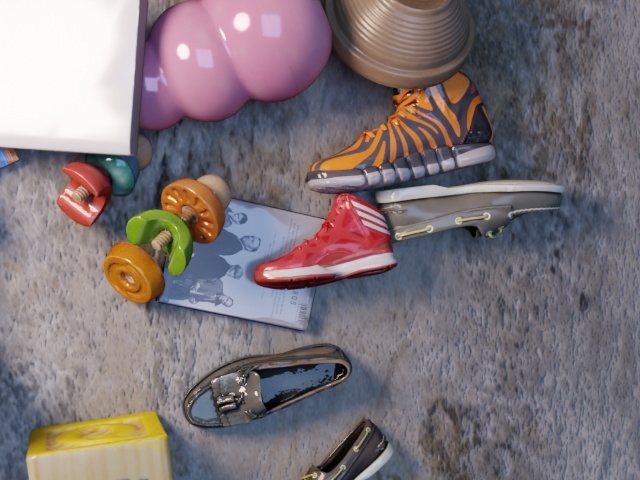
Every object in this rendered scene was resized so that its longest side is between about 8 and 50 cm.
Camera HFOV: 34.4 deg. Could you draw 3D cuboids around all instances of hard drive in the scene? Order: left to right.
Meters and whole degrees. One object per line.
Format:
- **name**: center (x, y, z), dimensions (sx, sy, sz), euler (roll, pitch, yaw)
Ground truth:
- **hard drive**: center (-0.418, -0.242, 1.413), dimensions (0.352, 0.047, 0.233), euler (4, 91, 6)

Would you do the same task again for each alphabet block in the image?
- **alphabet block**: center (-0.308, 0.367, 1.470), dimensions (0.193, 0.192, 0.197), euler (-7, 92, -15)

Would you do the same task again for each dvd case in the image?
- **dvd case**: center (-0.117, 0.030, 1.588), dimensions (0.238, 0.029, 0.179), euler (13, 88, -14)

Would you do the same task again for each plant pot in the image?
- **plant pot**: center (0.126, -0.351, 1.543), dimensions (0.237, 0.110, 0.237), euler (6, 60, -10)

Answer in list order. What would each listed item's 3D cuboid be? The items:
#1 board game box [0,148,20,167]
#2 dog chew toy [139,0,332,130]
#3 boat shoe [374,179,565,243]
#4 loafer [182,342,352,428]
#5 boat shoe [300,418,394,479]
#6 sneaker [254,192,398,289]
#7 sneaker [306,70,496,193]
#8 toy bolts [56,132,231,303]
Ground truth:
- **board game box**: center (-0.558, -0.214, 1.475), dimensions (0.145, 0.027, 0.281), euler (-25, 97, -10)
- **dog chew toy**: center (-0.154, -0.267, 1.492), dimensions (0.331, 0.206, 0.207), euler (-26, 97, -3)
- **boat shoe**: center (0.238, -0.047, 1.635), dimensions (0.304, 0.109, 0.091), euler (-4, 93, -7)
- **loafer**: center (-0.079, 0.219, 1.573), dimensions (0.267, 0.084, 0.096), euler (-18, 96, -13)
- **boat shoe**: center (0.010, 0.372, 1.606), dimensions (0.227, 0.081, 0.069), euler (-39, 97, -17)
- **sneaker**: center (0.000, 0.000, 1.573), dimensions (0.221, 0.087, 0.128), euler (-7, 78, -16)
- **sneaker**: center (0.112, -0.178, 1.603), dimensions (0.321, 0.124, 0.180), euler (-14, 91, -24)
- **toy bolts**: center (-0.256, -0.048, 1.512), dimensions (0.228, 0.218, 0.158), euler (40, 50, 2)
